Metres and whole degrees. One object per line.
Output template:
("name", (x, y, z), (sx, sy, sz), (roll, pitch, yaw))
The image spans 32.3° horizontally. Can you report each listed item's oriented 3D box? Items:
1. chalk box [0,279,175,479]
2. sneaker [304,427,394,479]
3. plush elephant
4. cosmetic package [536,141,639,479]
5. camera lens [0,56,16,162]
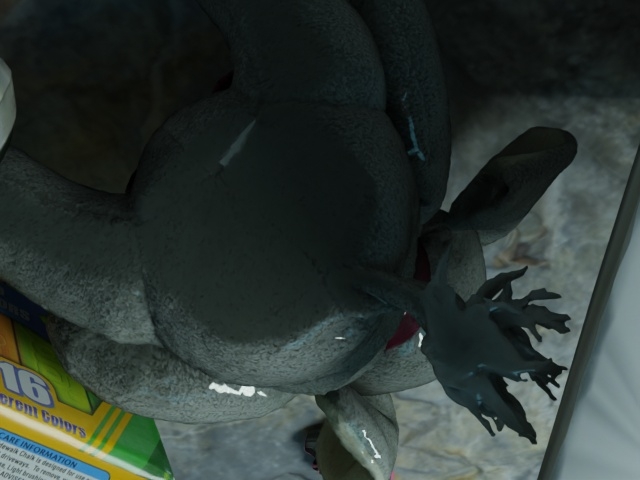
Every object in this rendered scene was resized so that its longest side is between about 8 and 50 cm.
("chalk box", (-0.231, 0.089, 0.648), (0.180, 0.289, 0.179), (30, 103, -32))
("sneaker", (0.024, 0.193, 0.941), (0.057, 0.047, 0.119), (-7, 135, 25))
("plush elephant", (0.000, 0.000, 0.619), (0.272, 0.330, 0.255), (-53, 162, -2))
("cosmetic package", (0.308, -0.038, 0.441), (0.329, 0.394, 0.327), (18, 136, 15))
("camera lens", (-0.271, -0.083, 0.414), (0.219, 0.219, 0.274), (-27, 116, 17))
